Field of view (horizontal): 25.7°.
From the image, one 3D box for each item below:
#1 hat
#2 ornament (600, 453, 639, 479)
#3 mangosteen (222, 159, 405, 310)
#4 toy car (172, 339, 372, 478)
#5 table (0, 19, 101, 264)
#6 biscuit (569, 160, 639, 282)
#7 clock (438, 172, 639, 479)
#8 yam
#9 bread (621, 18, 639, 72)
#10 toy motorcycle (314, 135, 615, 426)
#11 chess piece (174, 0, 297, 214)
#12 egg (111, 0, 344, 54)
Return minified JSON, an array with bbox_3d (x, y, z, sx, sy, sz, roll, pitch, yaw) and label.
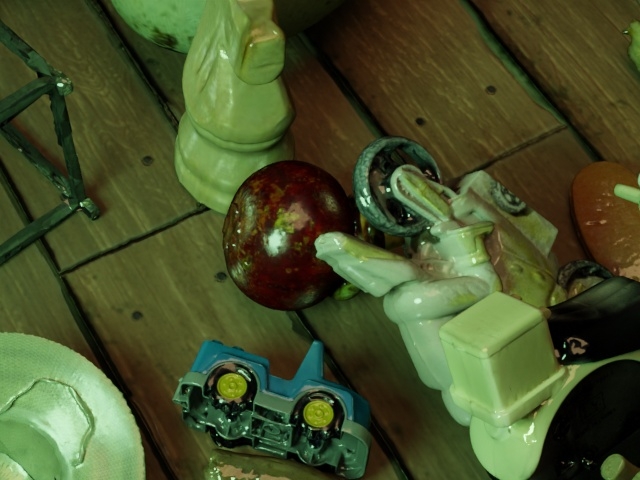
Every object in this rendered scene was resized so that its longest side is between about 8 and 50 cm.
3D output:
[{"bbox_3d":[-0.286,0.216,1.239,0.252,0.110,0.252,8,64,-16],"label":"hat"},{"bbox_3d":[0.381,0.178,1.276,0.061,0.245,0.230,31,83,46],"label":"ornament"},{"bbox_3d":[-0.010,0.007,1.385,0.181,0.145,0.156,27,18,-31],"label":"mangosteen"},{"bbox_3d":[-0.037,0.146,1.306,0.191,0.097,0.100,18,57,8],"label":"toy car"},{"bbox_3d":[-0.439,-0.072,1.354,0.335,0.222,0.272,-39,65,-23],"label":"table"},{"bbox_3d":[0.365,-0.019,1.460,0.192,0.036,0.186,-15,59,-8],"label":"biscuit"},{"bbox_3d":[0.290,0.083,1.271,0.379,0.276,0.120,-35,33,-22],"label":"clock"},{"bbox_3d":[0.011,0.240,1.277,0.241,0.056,0.056,15,58,4],"label":"yam"},{"bbox_3d":[0.444,-0.179,1.522,0.140,0.143,0.229,-19,65,-25],"label":"bread"},{"bbox_3d":[0.144,0.056,1.317,0.341,0.108,0.222,34,66,-22],"label":"toy motorcycle"},{"bbox_3d":[-0.079,-0.157,1.380,0.137,0.301,0.137,3,56,-4],"label":"chess piece"},{"bbox_3d":[-0.075,-0.360,1.519,0.287,0.287,0.379,40,77,21],"label":"egg"}]
